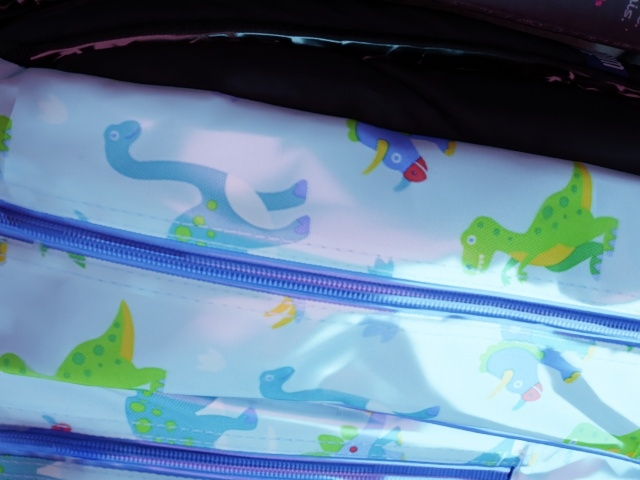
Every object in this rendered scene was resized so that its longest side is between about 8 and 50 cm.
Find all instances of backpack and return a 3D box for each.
[{"bbox_3d":[0.000,0.000,0.463,0.355,0.290,0.273,20,104,-26],"label":"backpack"}]

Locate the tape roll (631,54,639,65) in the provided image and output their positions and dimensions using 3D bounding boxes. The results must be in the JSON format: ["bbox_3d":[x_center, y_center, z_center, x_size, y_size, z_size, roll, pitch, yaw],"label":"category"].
[{"bbox_3d":[0.222,-0.015,0.564,0.072,0.219,0.219,10,112,-20],"label":"tape roll"}]

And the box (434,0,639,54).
[{"bbox_3d":[0.071,-0.188,0.454,0.270,0.143,0.165,6,114,-32],"label":"box"}]
